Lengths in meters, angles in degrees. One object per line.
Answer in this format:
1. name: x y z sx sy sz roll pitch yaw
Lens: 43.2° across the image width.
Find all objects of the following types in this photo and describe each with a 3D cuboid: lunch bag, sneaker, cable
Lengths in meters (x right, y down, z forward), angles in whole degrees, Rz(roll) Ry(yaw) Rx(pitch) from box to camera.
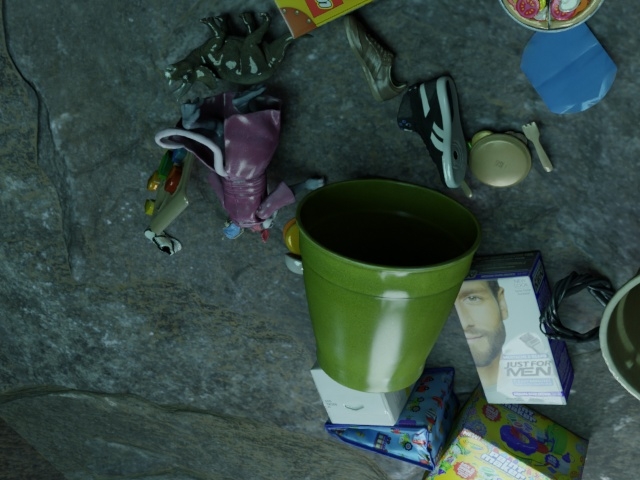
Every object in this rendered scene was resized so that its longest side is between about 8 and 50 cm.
1. lunch bag: 0.165 0.415 1.970 0.293 0.221 0.138 2 122 27
2. sneaker: 0.214 -0.204 1.587 0.121 0.079 0.217 -7 85 36
3. sneaker: -0.420 0.001 2.121 0.109 0.044 0.040 27 132 12
4. sneaker: 0.108 -0.366 1.586 0.071 0.066 0.188 -19 117 18
5. cable: 0.538 0.140 1.660 0.184 0.047 0.151 10 99 -19

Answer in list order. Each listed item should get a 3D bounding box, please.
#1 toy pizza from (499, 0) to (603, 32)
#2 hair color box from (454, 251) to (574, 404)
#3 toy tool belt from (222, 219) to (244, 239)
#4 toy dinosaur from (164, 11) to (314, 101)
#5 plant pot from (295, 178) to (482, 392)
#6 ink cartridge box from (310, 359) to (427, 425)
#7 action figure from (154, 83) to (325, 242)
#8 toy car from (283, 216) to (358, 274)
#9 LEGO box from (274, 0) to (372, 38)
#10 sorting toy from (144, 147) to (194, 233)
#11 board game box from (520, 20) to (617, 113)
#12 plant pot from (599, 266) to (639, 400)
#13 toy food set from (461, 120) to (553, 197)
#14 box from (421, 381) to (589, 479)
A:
1. toy pizza: 0.391 -0.453 1.377 0.201 0.032 0.201 14 123 21
2. hair color box: 0.419 0.197 1.763 0.185 0.110 0.339 -7 116 33
3. toy tool belt: -0.211 -0.035 1.978 0.052 0.051 0.083 42 131 -3
4. toy dinosaur: -0.164 -0.386 1.669 0.313 0.121 0.161 -3 108 5
5. plant pot: 0.122 0.110 1.667 0.366 0.366 0.353 15 121 19
6. ink cartridge box: 0.116 0.297 1.908 0.171 0.233 0.168 -7 118 31
7. action figure: -0.157 -0.136 1.733 0.247 0.276 0.370 7 127 23
8. toy car: 0.000 0.000 1.835 0.181 0.136 0.159 16 98 -16
9. LEGO box: 0.015 -0.656 1.341 0.372 0.193 0.500 -16 112 35
10. sorting toy: -0.364 -0.137 1.886 0.041 0.229 0.307 16 152 -26
11. board game box: 0.443 -0.310 1.444 0.133 0.033 0.169 -37 78 27
12. plant pot: 0.686 0.097 1.418 0.333 0.305 0.334 14 126 20
13. toy food set: 0.355 -0.165 1.601 0.192 0.039 0.132 -17 119 30
14. box: 0.436 0.543 1.943 0.289 0.177 0.279 29 129 8
